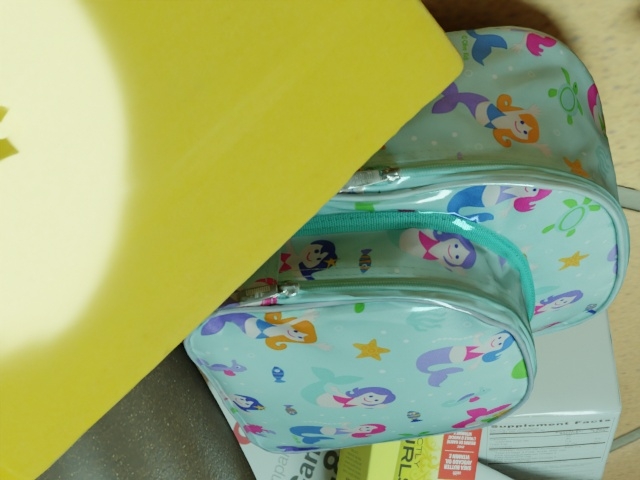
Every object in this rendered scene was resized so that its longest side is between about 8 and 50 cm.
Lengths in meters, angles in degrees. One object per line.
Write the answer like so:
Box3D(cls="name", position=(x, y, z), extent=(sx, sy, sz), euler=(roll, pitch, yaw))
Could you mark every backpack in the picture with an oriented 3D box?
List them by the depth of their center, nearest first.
Box3D(cls="backpack", position=(0.038, -0.002, 0.776), extent=(0.253, 0.191, 0.225), euler=(-13, 149, 5))

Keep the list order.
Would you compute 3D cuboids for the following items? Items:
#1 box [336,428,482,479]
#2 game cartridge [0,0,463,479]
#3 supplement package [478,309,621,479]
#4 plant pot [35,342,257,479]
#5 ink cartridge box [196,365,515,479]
Box3D(cls="box", position=(0.063, 0.129, 0.982), extent=(0.087, 0.232, 0.058), euler=(9, 180, -22))
Box3D(cls="game cartridge", position=(-0.132, -0.052, 0.562), extent=(0.323, 0.053, 0.285), euler=(-44, 131, 0))
Box3D(cls="supplement package", position=(0.165, 0.114, 1.104), extent=(0.105, 0.105, 0.179), euler=(-4, 153, 4))
Box3D(cls="plant pot", position=(-0.137, 0.116, 0.762), extent=(0.215, 0.215, 0.230), euler=(-7, 118, 7))
Box3D(cls="ink cartridge box", position=(0.021, 0.287, 1.082), extent=(0.384, 0.279, 0.160), euler=(27, 157, -12))
